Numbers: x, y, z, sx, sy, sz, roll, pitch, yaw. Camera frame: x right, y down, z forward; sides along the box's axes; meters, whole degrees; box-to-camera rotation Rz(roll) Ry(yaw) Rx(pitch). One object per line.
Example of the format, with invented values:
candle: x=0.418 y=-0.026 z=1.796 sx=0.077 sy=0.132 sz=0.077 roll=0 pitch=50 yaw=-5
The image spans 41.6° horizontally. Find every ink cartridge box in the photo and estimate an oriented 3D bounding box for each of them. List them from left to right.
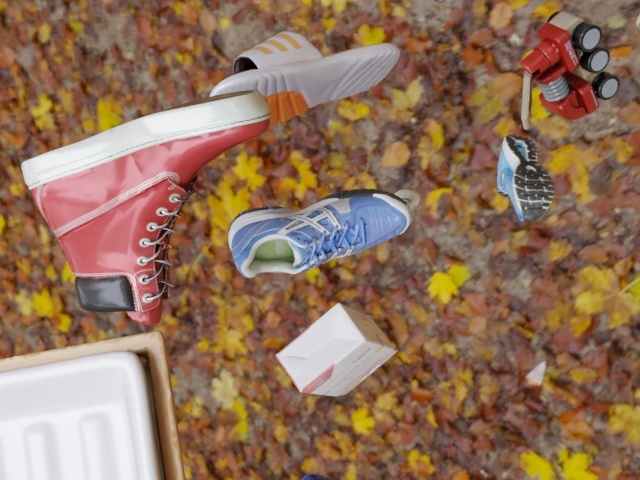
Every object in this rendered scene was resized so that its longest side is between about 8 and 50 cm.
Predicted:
ink cartridge box: x=0.030 y=0.160 z=1.196 sx=0.115 sy=0.198 sz=0.067 roll=-40 pitch=68 yaw=7

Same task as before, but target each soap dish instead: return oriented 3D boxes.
soap dish: x=-0.259 y=0.221 z=0.786 sx=0.290 sy=0.118 sz=0.229 roll=-11 pitch=83 yaw=8

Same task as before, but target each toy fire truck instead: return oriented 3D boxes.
toy fire truck: x=0.497 y=-0.326 z=1.789 sx=0.217 sy=0.246 sz=0.158 roll=51 pitch=179 yaw=-40

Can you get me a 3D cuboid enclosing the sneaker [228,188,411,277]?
sneaker: x=0.000 y=0.000 z=0.949 sx=0.211 sy=0.081 sz=0.080 roll=-13 pitch=124 yaw=5

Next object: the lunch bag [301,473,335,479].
lunch bag: x=0.001 y=0.361 z=1.142 sx=0.067 sy=0.098 sz=0.065 roll=-55 pitch=34 yaw=8

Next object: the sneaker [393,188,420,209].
sneaker: x=0.146 y=-0.049 z=1.579 sx=0.075 sy=0.161 sz=0.057 roll=36 pitch=126 yaw=32

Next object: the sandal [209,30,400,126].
sandal: x=-0.028 y=-0.200 z=0.988 sx=0.076 sy=0.265 sz=0.102 roll=57 pitch=146 yaw=18

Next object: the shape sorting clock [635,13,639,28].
shape sorting clock: x=0.622 y=-0.446 z=1.446 sx=0.040 sy=0.206 sz=0.206 roll=51 pitch=130 yaw=17

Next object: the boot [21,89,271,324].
boot: x=-0.130 y=-0.023 z=0.740 sx=0.244 sy=0.088 sz=0.176 roll=-17 pitch=97 yaw=24

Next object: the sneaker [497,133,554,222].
sneaker: x=0.298 y=-0.082 z=1.250 sx=0.063 sy=0.162 sz=0.073 roll=9 pitch=136 yaw=-9
